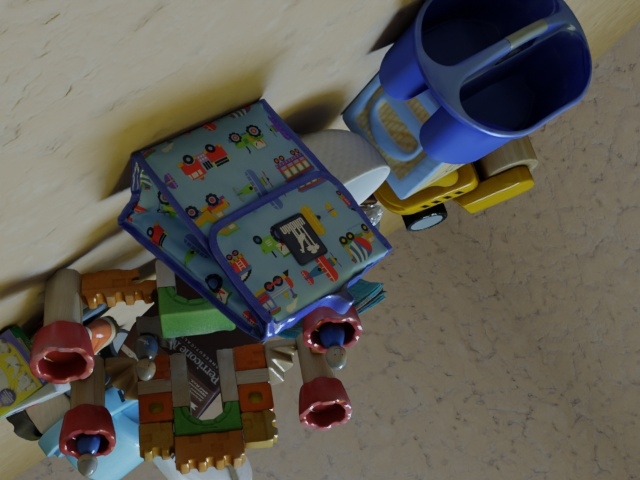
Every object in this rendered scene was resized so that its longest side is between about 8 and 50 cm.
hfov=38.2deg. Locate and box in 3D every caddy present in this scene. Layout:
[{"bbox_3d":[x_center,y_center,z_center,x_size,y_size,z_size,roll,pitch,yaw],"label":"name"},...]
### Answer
[{"bbox_3d":[0.256,-0.265,1.369,0.341,0.241,0.179,-32,177,-34],"label":"caddy"}]

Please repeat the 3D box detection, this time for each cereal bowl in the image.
[{"bbox_3d":[-0.059,-0.073,1.510,0.339,0.141,0.339,-36,173,-5],"label":"cereal bowl"}]

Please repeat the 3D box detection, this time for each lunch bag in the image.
[{"bbox_3d":[-0.071,-0.009,1.160,0.221,0.293,0.138,-31,157,-38],"label":"lunch bag"}]

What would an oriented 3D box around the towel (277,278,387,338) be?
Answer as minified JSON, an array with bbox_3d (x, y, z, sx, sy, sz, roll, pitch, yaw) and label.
[{"bbox_3d":[-0.082,0.103,1.973,0.271,0.370,0.040,-30,129,-44],"label":"towel"}]

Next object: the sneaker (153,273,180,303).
[{"bbox_3d":[-0.277,0.103,1.887,0.094,0.081,0.208,-37,176,-34],"label":"sneaker"}]

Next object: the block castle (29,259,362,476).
[{"bbox_3d":[-0.176,0.190,1.372,0.453,0.213,0.303,-6,138,-8],"label":"block castle"}]

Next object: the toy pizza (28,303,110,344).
[{"bbox_3d":[-0.421,0.131,1.549,0.201,0.032,0.201,-36,176,-3],"label":"toy pizza"}]

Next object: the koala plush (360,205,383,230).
[{"bbox_3d":[0.082,-0.008,2.535,0.221,0.203,0.196,-47,176,-13],"label":"koala plush"}]

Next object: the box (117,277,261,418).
[{"bbox_3d":[-0.174,0.124,1.717,0.381,0.191,0.143,-49,177,-38],"label":"box"}]

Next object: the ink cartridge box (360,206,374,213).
[{"bbox_3d":[-0.024,-0.020,2.039,0.175,0.069,0.371,-1,-168,25],"label":"ink cartridge box"}]

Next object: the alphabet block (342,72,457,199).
[{"bbox_3d":[0.192,-0.219,1.577,0.197,0.192,0.193,-29,172,-41],"label":"alphabet block"}]

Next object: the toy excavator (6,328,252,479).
[{"bbox_3d":[-0.383,0.425,1.987,0.222,0.445,0.433,-38,173,22],"label":"toy excavator"}]

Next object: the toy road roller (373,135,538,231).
[{"bbox_3d":[0.254,-0.166,1.863,0.329,0.203,0.240,-22,163,14],"label":"toy road roller"}]

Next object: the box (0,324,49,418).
[{"bbox_3d":[-0.512,0.225,1.425,0.179,0.105,0.043,-37,179,7],"label":"box"}]

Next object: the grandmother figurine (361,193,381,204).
[{"bbox_3d":[0.039,-0.092,1.974,0.207,0.104,0.342,-16,-178,19],"label":"grandmother figurine"}]

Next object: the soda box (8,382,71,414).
[{"bbox_3d":[-0.524,0.253,1.513,0.216,0.074,0.069,-23,174,5],"label":"soda box"}]

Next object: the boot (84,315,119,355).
[{"bbox_3d":[-0.428,0.194,1.612,0.158,0.059,0.084,-47,169,22],"label":"boot"}]
